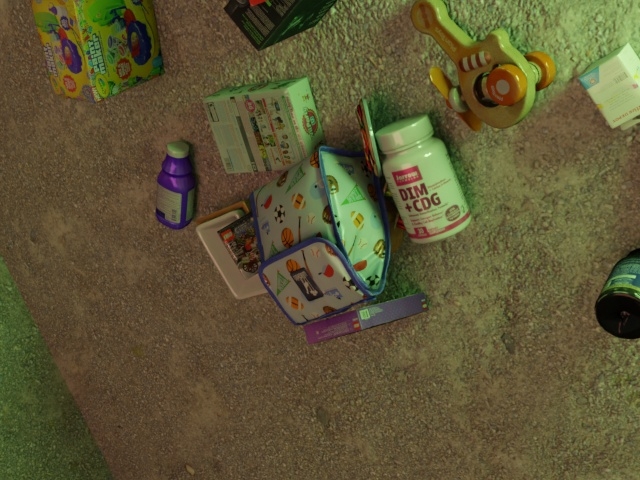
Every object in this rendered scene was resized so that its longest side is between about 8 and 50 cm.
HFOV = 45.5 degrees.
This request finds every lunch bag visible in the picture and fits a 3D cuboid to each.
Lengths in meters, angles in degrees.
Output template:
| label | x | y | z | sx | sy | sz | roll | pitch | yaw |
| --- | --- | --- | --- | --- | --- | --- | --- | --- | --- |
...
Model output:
| label | x | y | z | sx | sy | sz | roll | pitch | yaw |
| --- | --- | --- | --- | --- | --- | --- | --- | --- | --- |
| lunch bag | 0.000 | 0.000 | 1.944 | 0.328 | 0.239 | 0.385 | -26 | 69 | 48 |

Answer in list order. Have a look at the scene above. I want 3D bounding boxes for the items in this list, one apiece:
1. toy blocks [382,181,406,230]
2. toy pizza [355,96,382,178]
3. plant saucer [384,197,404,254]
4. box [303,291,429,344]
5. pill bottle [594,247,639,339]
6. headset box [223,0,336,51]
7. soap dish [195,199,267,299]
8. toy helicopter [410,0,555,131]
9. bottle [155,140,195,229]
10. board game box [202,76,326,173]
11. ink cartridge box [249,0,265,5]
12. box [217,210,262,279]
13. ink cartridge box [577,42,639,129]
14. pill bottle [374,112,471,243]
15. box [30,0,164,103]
| label | x | y | z | sx | sy | sz | roll | pitch | yaw |
| --- | --- | --- | --- | --- | --- | --- | --- | --- | --- |
| toy blocks | 0.225 | -0.081 | 1.956 | 0.148 | 0.054 | 0.123 | 16 | 110 | 5 |
| toy pizza | 0.114 | -0.246 | 1.848 | 0.032 | 0.201 | 0.201 | -12 | 113 | 5 |
| plant saucer | 0.129 | -0.037 | 2.067 | 0.200 | 0.037 | 0.199 | 17 | 126 | 26 |
| box | 0.126 | 0.209 | 2.050 | 0.201 | 0.293 | 0.057 | -22 | 81 | 43 |
| pill bottle | 0.676 | 0.106 | 1.638 | 0.123 | 0.219 | 0.122 | 18 | 127 | 26 |
| headset box | -0.049 | -0.576 | 1.713 | 0.131 | 0.246 | 0.283 | 50 | 134 | -1 |
| soap dish | -0.221 | 0.025 | 2.301 | 0.229 | 0.118 | 0.290 | -19 | 105 | 41 |
| toy helicopter | 0.319 | -0.389 | 1.675 | 0.355 | 0.140 | 0.235 | 51 | 144 | 13 |
| bottle | -0.447 | -0.171 | 2.357 | 0.118 | 0.092 | 0.282 | 26 | 129 | 19 |
| board game box | -0.150 | -0.305 | 2.059 | 0.304 | 0.097 | 0.223 | 2 | 119 | 37 |
| ink cartridge box | -0.111 | -0.570 | 1.562 | 0.179 | 0.045 | 0.145 | -7 | 111 | 36 |
| box | -0.154 | -0.014 | 2.171 | 0.159 | 0.233 | 0.044 | 60 | 174 | -11 |
| ink cartridge box | 0.603 | -0.301 | 1.524 | 0.092 | 0.090 | 0.143 | -30 | 99 | 43 |
| pill bottle | 0.242 | -0.149 | 1.829 | 0.160 | 0.160 | 0.283 | -11 | 110 | 39 |
| box | -0.607 | -0.565 | 2.096 | 0.177 | 0.279 | 0.289 | 14 | 125 | 29 |
